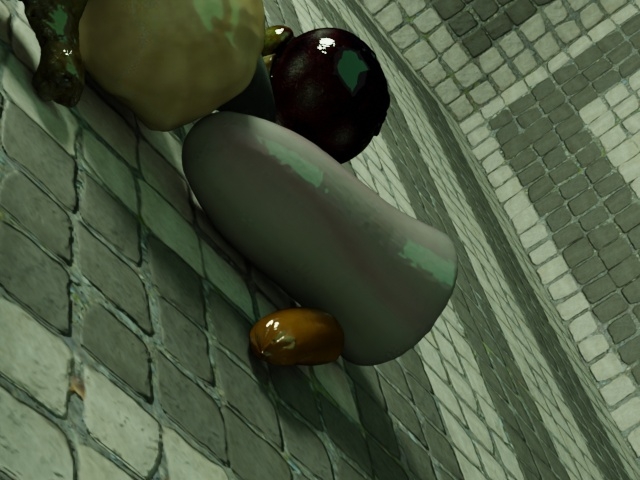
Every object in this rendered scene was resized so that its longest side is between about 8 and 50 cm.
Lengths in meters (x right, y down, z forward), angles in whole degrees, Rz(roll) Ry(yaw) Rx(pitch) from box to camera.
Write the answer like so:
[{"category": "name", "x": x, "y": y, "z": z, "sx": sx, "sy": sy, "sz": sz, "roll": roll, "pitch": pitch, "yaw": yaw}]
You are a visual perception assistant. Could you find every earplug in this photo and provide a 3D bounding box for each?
[{"category": "earplug", "x": -0.021, "y": -0.020, "z": 1.266, "sx": 0.301, "sy": 0.172, "sz": 0.172, "roll": 38, "pitch": 19, "yaw": -30}]

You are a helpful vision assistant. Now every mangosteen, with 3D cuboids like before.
[{"category": "mangosteen", "x": -0.022, "y": -0.201, "z": 1.673, "sx": 0.231, "sy": 0.194, "sz": 0.194, "roll": 25, "pitch": 14, "yaw": 2}]

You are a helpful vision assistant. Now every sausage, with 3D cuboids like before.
[{"category": "sausage", "x": -0.020, "y": 0.090, "z": 1.179, "sx": 0.062, "sy": 0.054, "sz": 0.183, "roll": 23, "pitch": 4, "yaw": 21}]

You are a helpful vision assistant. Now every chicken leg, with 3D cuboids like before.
[{"category": "chicken leg", "x": -0.231, "y": -0.207, "z": 1.088, "sx": 0.085, "sy": 0.069, "sz": 0.197, "roll": 9, "pitch": 63, "yaw": -46}]

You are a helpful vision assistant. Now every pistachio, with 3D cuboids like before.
[{"category": "pistachio", "x": -0.162, "y": -0.237, "z": 1.239, "sx": 0.194, "sy": 0.213, "sz": 0.318, "roll": 3, "pitch": 31, "yaw": -20}]

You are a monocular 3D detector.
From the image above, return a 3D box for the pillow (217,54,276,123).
[{"category": "pillow", "x": -0.149, "y": -0.250, "z": 1.459, "sx": 0.250, "sy": 0.106, "sz": 0.186, "roll": 57, "pitch": 6, "yaw": 29}]
